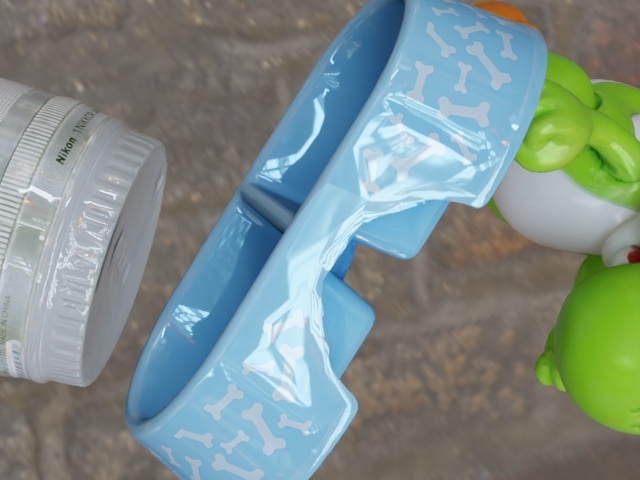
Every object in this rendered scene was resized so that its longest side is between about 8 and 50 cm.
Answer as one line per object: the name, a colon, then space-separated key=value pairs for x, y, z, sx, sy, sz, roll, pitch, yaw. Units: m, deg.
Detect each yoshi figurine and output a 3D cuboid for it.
yoshi figurine: x=0.170 y=-0.002 z=1.272 sx=0.203 sy=0.362 sz=0.203 roll=17 pitch=110 yaw=-49

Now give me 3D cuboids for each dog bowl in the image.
dog bowl: x=0.000 y=0.000 z=0.963 sx=0.074 sy=0.166 sz=0.297 roll=31 pitch=92 yaw=-17

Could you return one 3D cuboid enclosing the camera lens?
camera lens: x=-0.278 y=-0.021 z=1.455 sx=0.274 sy=0.219 sz=0.219 roll=17 pitch=110 yaw=4
